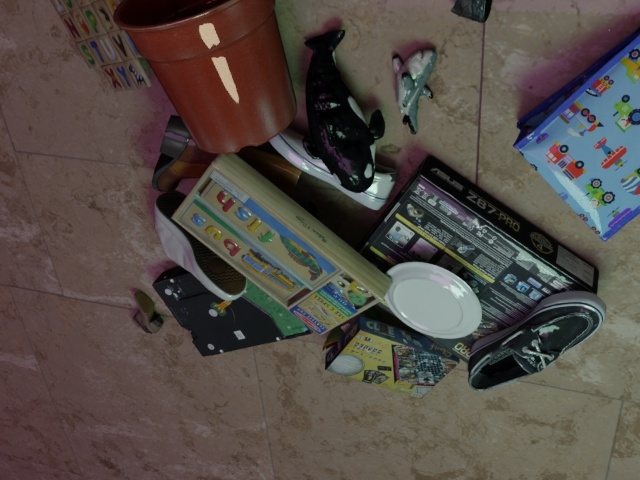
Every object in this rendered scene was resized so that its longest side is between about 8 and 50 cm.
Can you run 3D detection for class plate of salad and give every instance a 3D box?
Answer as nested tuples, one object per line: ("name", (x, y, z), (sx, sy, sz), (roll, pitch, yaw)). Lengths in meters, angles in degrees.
("plate of salad", (0.212, 0.109, 1.446), (0.200, 0.048, 0.200), (19, 139, 18))

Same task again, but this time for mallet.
("mallet", (0.000, 0.000, 1.594), (0.062, 0.039, 0.189), (-18, 119, 33))

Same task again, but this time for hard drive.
("hard drive", (-0.198, 0.140, 1.760), (0.339, 0.064, 0.237), (-17, 116, 33))

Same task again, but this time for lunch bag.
("lunch bag", (0.491, -0.182, 1.197), (0.221, 0.138, 0.293), (44, 120, -8))

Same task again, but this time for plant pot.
("plant pot", (-0.172, -0.310, 1.308), (0.272, 0.272, 0.265), (-1, 131, 24))

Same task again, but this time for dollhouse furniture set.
("dollhouse furniture set", (0.054, 0.187, 1.679), (0.152, 0.076, 0.058), (-30, 110, 26))

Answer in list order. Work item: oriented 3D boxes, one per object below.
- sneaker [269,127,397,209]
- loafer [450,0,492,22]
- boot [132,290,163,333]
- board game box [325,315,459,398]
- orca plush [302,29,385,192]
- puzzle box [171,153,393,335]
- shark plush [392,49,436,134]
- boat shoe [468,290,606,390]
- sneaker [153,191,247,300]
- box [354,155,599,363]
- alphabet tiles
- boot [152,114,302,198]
("sneaker", (0.027, -0.160, 1.440), (0.258, 0.094, 0.091), (29, 112, -4))
("loafer", (0.234, -0.420, 1.168), (0.061, 0.062, 0.170), (14, 127, 20))
("boot", (-0.449, 0.187, 1.922), (0.087, 0.042, 0.118), (-24, 105, 43))
("board game box", (0.155, 0.258, 1.655), (0.243, 0.042, 0.165), (20, 133, -17))
("orca plush", (0.036, -0.219, 1.326), (0.151, 0.102, 0.287), (1, 102, 7))
("puzzle box", (-0.087, 0.016, 1.500), (0.409, 0.052, 0.272), (39, 147, -8))
("shark plush", (0.168, -0.252, 1.325), (0.067, 0.073, 0.161), (-9, 120, -6))
("boat shoe", (0.389, 0.196, 1.400), (0.108, 0.102, 0.301), (45, 129, -14))
("sneaker", (-0.263, 0.030, 1.658), (0.290, 0.106, 0.123), (50, 143, 19))
("box", (0.279, 0.067, 1.480), (0.395, 0.097, 0.318), (33, 129, -2))
("alphabet tiles", (-0.430, -0.431, 1.394), (0.285, 0.011, 0.342), (10, 133, 53))
("boot", (-0.190, -0.136, 1.551), (0.280, 0.096, 0.264), (19, 146, -11))
